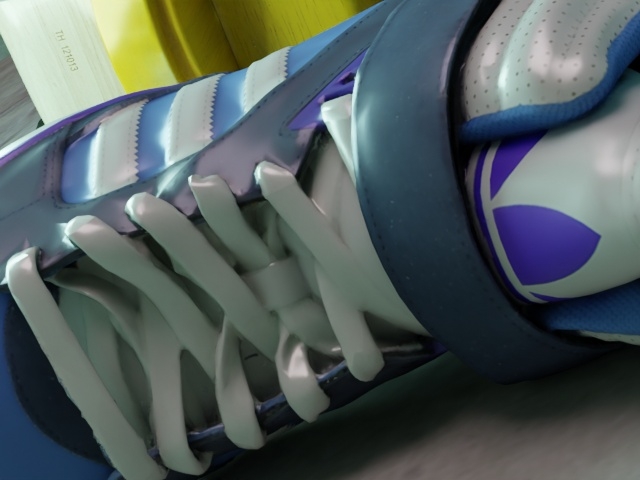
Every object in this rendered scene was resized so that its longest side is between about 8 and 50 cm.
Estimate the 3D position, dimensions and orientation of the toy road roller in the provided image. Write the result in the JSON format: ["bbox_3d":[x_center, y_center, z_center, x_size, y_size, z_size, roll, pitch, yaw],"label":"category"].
[{"bbox_3d":[-0.067,-0.185,1.153,0.240,0.202,0.329,-11,26,21],"label":"toy road roller"}]

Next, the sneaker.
[{"bbox_3d":[0.001,0.000,0.518,0.323,0.130,0.236,-30,10,-19],"label":"sneaker"}]
